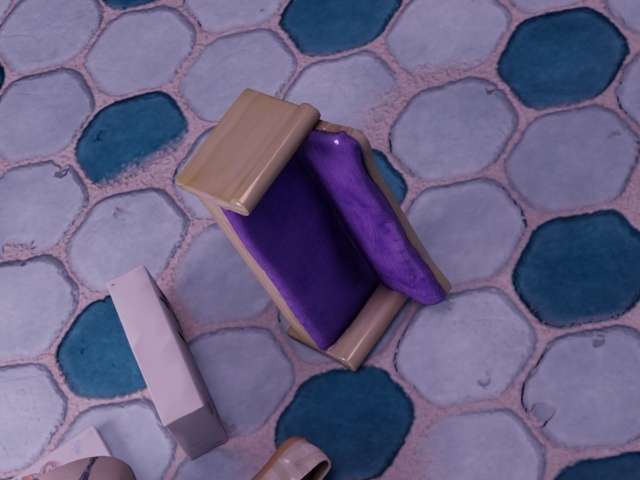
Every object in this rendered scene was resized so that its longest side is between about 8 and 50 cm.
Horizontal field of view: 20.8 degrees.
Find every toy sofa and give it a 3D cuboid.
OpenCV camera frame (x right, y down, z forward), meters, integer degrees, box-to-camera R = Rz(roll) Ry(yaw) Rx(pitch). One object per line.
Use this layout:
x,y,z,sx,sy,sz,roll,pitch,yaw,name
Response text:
0.000,0.000,2.054,0.177,0.362,0.150,23,68,37,toy sofa

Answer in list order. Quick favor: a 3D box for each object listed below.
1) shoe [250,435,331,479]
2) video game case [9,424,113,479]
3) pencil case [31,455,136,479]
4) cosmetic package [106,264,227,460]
-0.070,0.324,2.042,0.058,0.076,0.219,26,68,37,shoe
-0.309,0.326,2.166,0.143,0.019,0.157,-34,53,-4,video game case
-0.206,0.421,1.957,0.160,0.183,0.410,-33,54,-7,pencil case
-0.193,0.151,2.189,0.060,0.099,0.239,-28,53,1,cosmetic package
